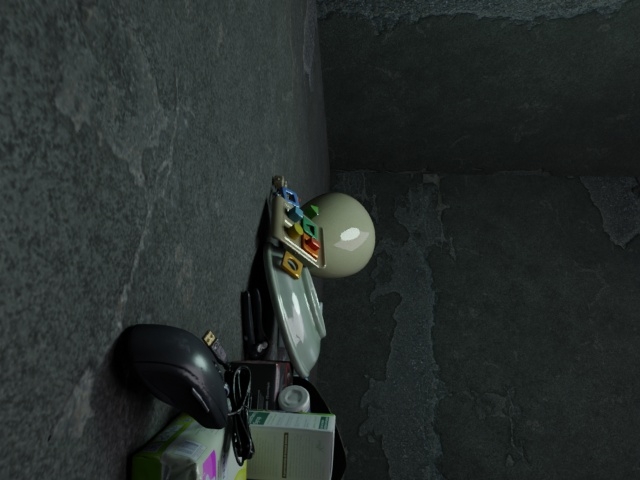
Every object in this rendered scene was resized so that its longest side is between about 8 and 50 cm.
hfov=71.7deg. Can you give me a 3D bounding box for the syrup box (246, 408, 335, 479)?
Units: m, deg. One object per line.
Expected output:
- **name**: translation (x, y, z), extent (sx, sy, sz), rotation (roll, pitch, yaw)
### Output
- **syrup box**: translation (-0.094, 0.373, 0.816), extent (0.093, 0.237, 0.096), rotation (44, 49, -84)

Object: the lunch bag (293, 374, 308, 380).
- **lunch bag**: translation (-0.075, 0.624, 1.557), extent (0.224, 0.108, 0.279), rotation (-132, -141, -55)

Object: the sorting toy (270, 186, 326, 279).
- **sorting toy**: translation (-0.053, -0.029, 1.269), extent (0.196, 0.047, 0.347), rotation (34, 34, -31)

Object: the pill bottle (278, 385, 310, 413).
- **pill bottle**: translation (-0.054, 0.380, 0.959), extent (0.067, 0.067, 0.120), rotation (-79, 168, -60)

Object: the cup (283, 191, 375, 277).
- **cup**: translation (0.000, 0.000, 1.601), extent (0.237, 0.331, 0.330), rotation (-19, 113, -59)

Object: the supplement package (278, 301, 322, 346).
- **supplement package**: translation (-0.070, 0.307, 1.643), extent (0.244, 0.134, 0.138), rotation (20, 72, -85)

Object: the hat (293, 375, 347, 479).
- **hat**: translation (-0.086, 0.561, 1.240), extent (0.134, 0.331, 0.331), rotation (-1, 93, -48)

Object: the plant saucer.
- **plant saucer**: translation (-0.060, 0.185, 1.274), extent (0.400, 0.101, 0.400), rotation (-17, 90, -89)

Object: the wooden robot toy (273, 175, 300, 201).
- **wooden robot toy**: translation (-0.104, -0.143, 1.433), extent (0.173, 0.079, 0.076), rotation (87, 7, -46)

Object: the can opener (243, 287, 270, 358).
- **can opener**: translation (-0.165, 0.204, 1.077), extent (0.059, 0.073, 0.186), rotation (-25, 121, -40)

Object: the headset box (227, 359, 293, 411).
- **headset box**: translation (-0.139, 0.391, 1.028), extent (0.293, 0.110, 0.218), rotation (73, 19, -74)

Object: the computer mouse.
- **computer mouse**: translation (-0.156, 0.172, 0.620), extent (0.262, 0.060, 0.184), rotation (58, 5, -32)

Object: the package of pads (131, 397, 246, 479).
- **package of pads**: translation (-0.179, 0.404, 0.643), extent (0.229, 0.101, 0.296), rotation (0, 92, -84)
